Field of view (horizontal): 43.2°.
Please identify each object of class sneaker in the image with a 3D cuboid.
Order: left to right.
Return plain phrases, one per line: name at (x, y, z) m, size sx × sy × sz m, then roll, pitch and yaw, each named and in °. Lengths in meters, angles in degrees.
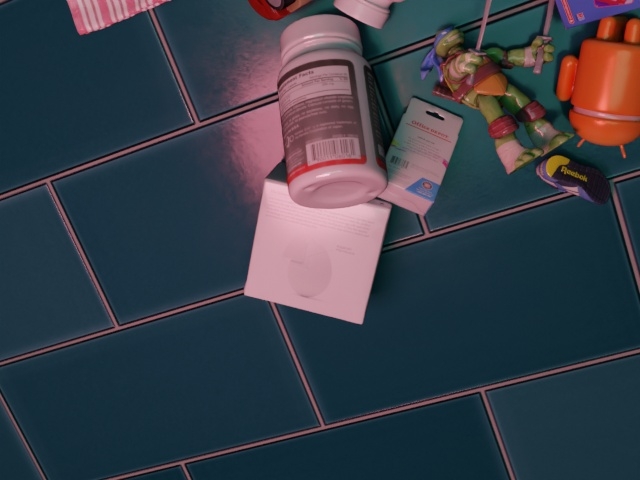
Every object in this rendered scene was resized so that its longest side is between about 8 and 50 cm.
sneaker at (0.438, -0.106, 1.398) m, size 0.144 × 0.059 × 0.053 m, roll 26°, pitch 80°, yaw -16°

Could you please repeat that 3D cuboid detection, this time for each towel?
towel at (-0.367, -0.458, 1.412) m, size 0.197 × 0.029 × 0.144 m, roll -16°, pitch 107°, yaw 18°

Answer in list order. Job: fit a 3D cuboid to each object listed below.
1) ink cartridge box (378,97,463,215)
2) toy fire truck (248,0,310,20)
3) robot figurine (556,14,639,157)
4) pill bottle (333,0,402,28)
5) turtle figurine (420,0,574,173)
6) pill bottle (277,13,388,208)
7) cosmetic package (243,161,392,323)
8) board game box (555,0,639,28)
ink cartridge box at (0.167, -0.146, 1.391) m, size 0.104 × 0.181 × 0.061 m, roll 24°, pitch 154°, yaw 1°
toy fire truck at (-0.127, -0.458, 1.336) m, size 0.158 × 0.246 × 0.217 m, roll -37°, pitch 105°, yaw -23°
robot figurine at (0.471, -0.249, 1.300) m, size 0.158 × 0.128 × 0.219 m, roll 5°, pitch 109°, yaw 0°
pill bottle at (0.108, -0.459, 1.287) m, size 0.124 × 0.124 × 0.221 m, roll 28°, pitch 110°, yaw -1°
turtle figurine at (0.303, -0.262, 1.267) m, size 0.275 × 0.198 × 0.266 m, roll -33°, pitch 85°, yaw 24°
pill bottle at (0.014, -0.208, 1.315) m, size 0.161 × 0.161 × 0.283 m, roll -11°, pitch 72°, yaw 13°
cosmetic package at (0.000, 0.000, 1.459) m, size 0.224 × 0.138 × 0.224 m, roll 14°, pitch 112°, yaw 4°
board game box at (0.412, -0.491, 1.142) m, size 0.233 × 0.078 × 0.347 m, roll -9°, pitch 132°, yaw 32°
